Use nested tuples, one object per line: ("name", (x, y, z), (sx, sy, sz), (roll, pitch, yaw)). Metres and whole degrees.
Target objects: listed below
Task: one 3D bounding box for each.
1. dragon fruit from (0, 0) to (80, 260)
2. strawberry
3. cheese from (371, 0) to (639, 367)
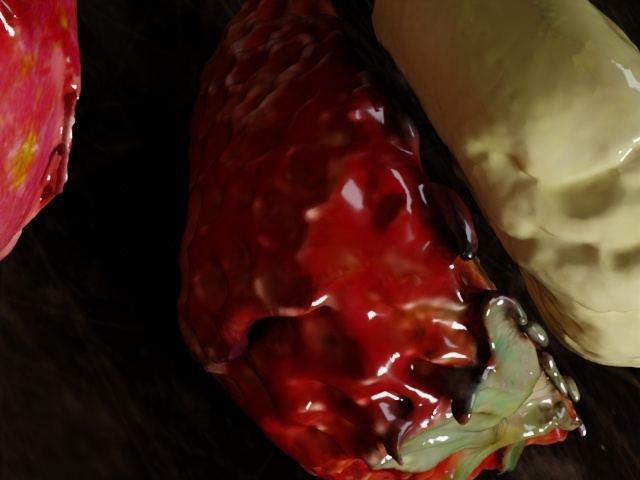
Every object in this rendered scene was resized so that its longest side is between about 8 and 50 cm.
("dragon fruit", (-0.181, -0.074, 0.621), (0.261, 0.189, 0.163), (32, 3, -35))
("strawberry", (0.000, 0.003, 0.844), (0.280, 0.150, 0.253), (58, 4, 11))
("cheese", (0.109, -0.051, 0.809), (0.226, 0.117, 0.214), (55, 7, 20))
